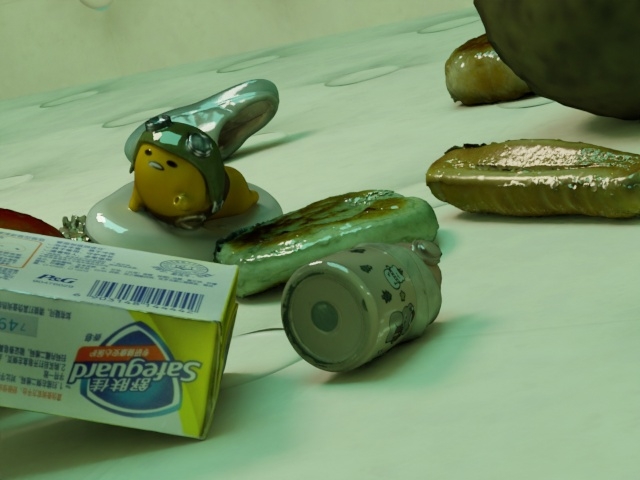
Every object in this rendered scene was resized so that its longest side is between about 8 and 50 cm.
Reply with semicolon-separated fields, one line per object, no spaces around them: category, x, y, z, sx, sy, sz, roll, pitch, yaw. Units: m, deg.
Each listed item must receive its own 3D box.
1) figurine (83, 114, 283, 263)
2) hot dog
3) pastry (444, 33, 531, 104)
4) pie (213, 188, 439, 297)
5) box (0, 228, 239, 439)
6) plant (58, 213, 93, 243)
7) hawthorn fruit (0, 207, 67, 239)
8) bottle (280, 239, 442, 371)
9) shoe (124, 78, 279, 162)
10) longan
figurine;-0.130;-0.073;1.656;0.166;0.141;0.250;30;30;28
hot dog;0.221;-0.057;1.522;0.289;0.068;0.083;9;49;49
pastry;0.276;-0.261;2.248;0.192;0.093;0.182;-1;21;44
pie;0.000;0.000;1.546;0.240;0.054;0.240;-14;11;3
box;-0.201;0.064;1.197;0.265;0.097;0.168;9;14;-2
plant;-0.263;0.040;1.663;0.122;0.104;0.116;-47;-22;-5
hawthorn fruit;-0.276;0.062;1.372;0.235;0.181;0.181;0;15;5
bottle;0.042;0.047;1.239;0.098;0.099;0.152;-6;9;32
shoe;-0.169;-0.155;2.309;0.251;0.103;0.100;-26;56;5
longan;0.368;-0.332;1.827;0.391;0.391;0.391;-14;13;3
